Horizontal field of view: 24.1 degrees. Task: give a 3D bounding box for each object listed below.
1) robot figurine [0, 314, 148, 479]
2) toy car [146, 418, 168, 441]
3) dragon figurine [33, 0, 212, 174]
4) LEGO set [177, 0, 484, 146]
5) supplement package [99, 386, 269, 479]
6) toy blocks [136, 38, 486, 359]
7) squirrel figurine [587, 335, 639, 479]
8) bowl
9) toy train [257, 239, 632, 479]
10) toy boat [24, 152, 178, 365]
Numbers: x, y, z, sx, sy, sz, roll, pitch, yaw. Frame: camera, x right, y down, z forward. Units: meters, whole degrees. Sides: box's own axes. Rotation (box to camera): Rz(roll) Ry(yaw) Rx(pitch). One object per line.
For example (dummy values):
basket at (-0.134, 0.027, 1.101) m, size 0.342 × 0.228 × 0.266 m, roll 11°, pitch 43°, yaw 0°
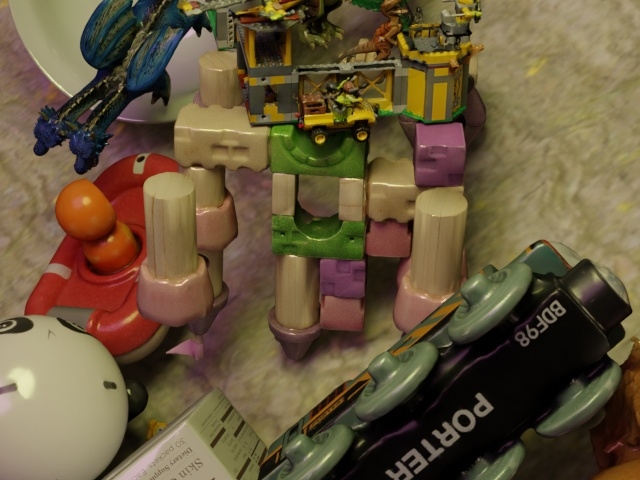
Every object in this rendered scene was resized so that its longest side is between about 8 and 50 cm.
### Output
robot figurine at (-0.288, 0.173, 1.371) m, size 0.278 × 0.173 × 0.209 m, roll -38°, pitch 13°, yaw 50°
toy car at (-0.163, 0.222, 1.397) m, size 0.041 × 0.060 × 0.122 m, roll 8°, pitch 71°, yaw 19°
dragon figurine at (-0.173, -0.192, 1.435) m, size 0.085 × 0.144 × 0.289 m, roll 34°, pitch 109°, yaw 3°
LEGO set at (0.007, -0.248, 1.314) m, size 0.255 × 0.192 × 0.331 m, roll -1°, pitch 35°, yaw -2°
supplement package at (-0.154, 0.270, 1.256) m, size 0.262 × 0.204 × 0.145 m, roll -40°, pitch 90°, yaw 4°
toy blocks at (0.000, 0.000, 1.354) m, size 0.289 × 0.260 × 0.309 m, roll 3°, pitch 35°, yaw 4°
squirrel figurine at (0.320, 0.184, 0.964) m, size 0.370 × 0.281 × 0.397 m, roll 133°, pitch 152°, yaw -56°
bowl at (-0.166, -0.277, 1.559) m, size 0.298 × 0.134 × 0.297 m, roll 3°, pitch 104°, yaw 13°
toy train at (0.087, 0.126, 1.127) m, size 0.334 × 0.190 × 0.142 m, roll -43°, pitch 98°, yaw 9°
toy boat at (-0.206, -0.001, 1.452) m, size 0.151 × 0.151 × 0.231 m, roll 3°, pitch 49°, yaw 26°
